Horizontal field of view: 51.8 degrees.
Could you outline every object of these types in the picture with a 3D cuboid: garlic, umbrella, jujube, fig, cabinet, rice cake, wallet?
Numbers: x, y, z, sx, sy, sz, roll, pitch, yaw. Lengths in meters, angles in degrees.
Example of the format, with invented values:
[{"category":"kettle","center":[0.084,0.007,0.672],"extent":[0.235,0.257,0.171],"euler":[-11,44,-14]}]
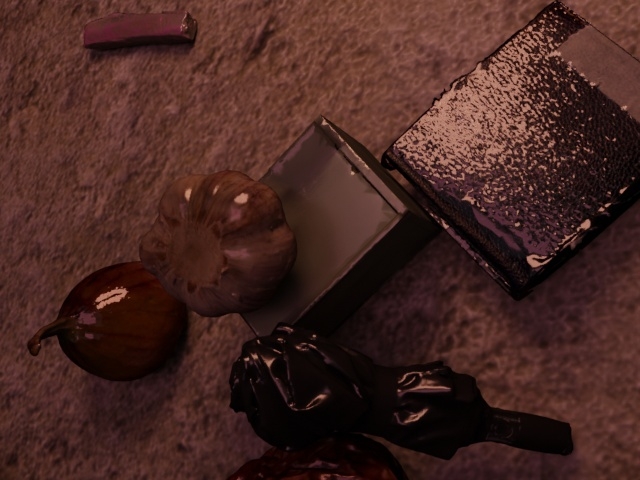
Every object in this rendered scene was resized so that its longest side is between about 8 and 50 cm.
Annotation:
[{"category":"garlic","center":[-0.094,0.001,0.643],"extent":[0.159,0.102,0.147],"euler":[-31,87,30]},{"category":"umbrella","center":[0.081,0.160,0.631],"extent":[0.340,0.118,0.118],"euler":[15,87,-8]},{"category":"jujube","center":[-0.011,0.301,0.651],"extent":[0.232,0.213,0.213],"euler":[-32,69,4]},{"category":"fig","center":[-0.275,0.107,0.847],"extent":[0.148,0.202,0.149],"euler":[63,144,34]},{"category":"cabinet","center":[0.000,0.000,0.737],"extent":[0.206,0.150,0.145],"euler":[-45,70,12]},{"category":"rice cake","center":[-0.275,-0.313,0.988],"extent":[0.207,0.036,0.047],"euler":[6,74,26]},{"category":"wallet","center":[0.228,-0.099,0.695],"extent":[0.262,0.071,0.221],"euler":[-43,65,5]}]
